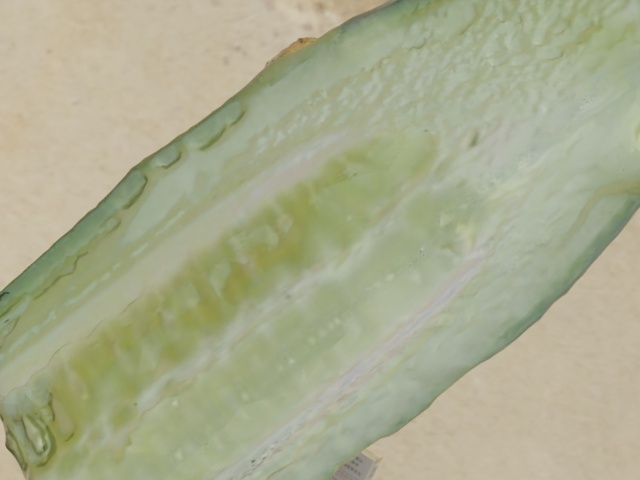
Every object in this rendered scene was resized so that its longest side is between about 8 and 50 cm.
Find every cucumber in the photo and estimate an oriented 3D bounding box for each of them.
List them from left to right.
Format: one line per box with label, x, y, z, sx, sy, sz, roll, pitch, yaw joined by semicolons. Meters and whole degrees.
cucumber;0.011;0.005;0.669;0.325;0.145;0.105;-39;145;8

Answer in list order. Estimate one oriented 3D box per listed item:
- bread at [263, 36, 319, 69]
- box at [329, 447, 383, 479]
bread;0.000;0.000;1.042;0.148;0.270;0.270;13;83;11
box;0.026;0.256;1.753;0.024;0.053;0.083;-11;130;-61
